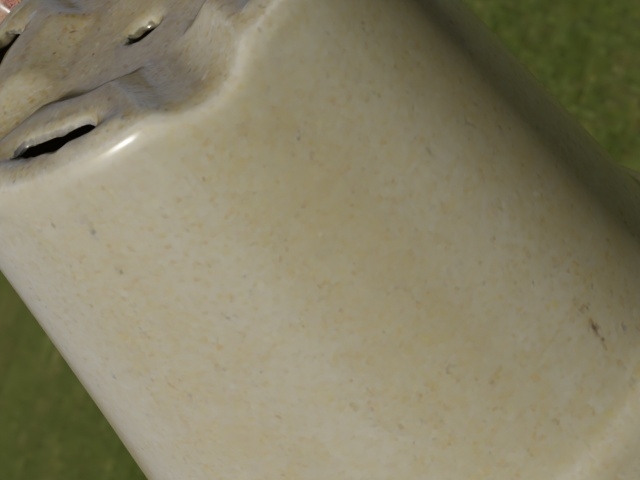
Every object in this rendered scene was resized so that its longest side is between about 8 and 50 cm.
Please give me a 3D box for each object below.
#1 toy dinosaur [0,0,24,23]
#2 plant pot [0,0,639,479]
[{"bbox_3d":[-0.226,-0.152,1.138,0.127,0.296,0.200,-48,-9,-39],"label":"toy dinosaur"},{"bbox_3d":[0.000,0.000,0.906,0.334,0.305,0.334,-28,31,18],"label":"plant pot"}]
